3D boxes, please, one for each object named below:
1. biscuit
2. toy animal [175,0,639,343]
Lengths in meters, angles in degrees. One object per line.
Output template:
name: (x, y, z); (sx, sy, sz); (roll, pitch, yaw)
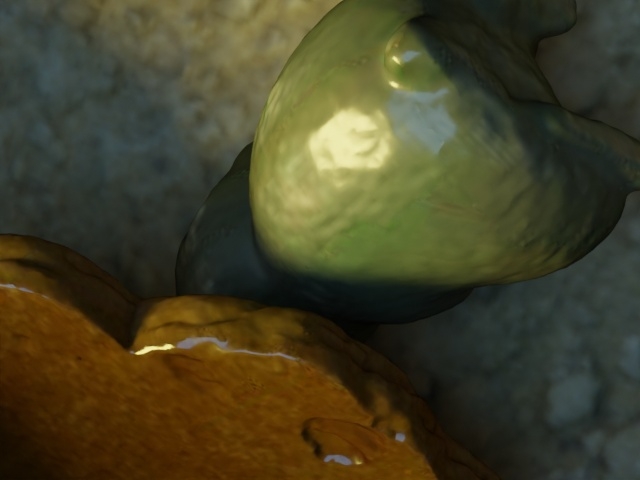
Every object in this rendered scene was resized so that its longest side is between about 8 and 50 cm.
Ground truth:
biscuit: (-0.037, 0.091, 0.696); (0.290, 0.041, 0.208); (38, 134, -24)
toy animal: (-0.002, -0.002, 0.701); (0.127, 0.125, 0.251); (36, 127, -21)
